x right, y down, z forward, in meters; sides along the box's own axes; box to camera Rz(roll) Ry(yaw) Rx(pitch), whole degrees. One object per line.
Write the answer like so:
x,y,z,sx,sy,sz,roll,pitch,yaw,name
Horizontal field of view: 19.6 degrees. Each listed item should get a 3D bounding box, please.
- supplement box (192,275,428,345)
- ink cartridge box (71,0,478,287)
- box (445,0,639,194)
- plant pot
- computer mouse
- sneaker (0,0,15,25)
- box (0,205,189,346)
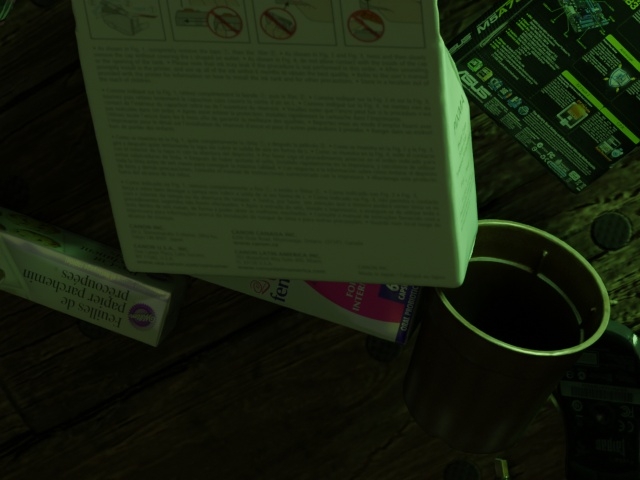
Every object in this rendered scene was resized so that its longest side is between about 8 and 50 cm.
0.000,0.000,1.729,0.220,0.114,0.111,17,110,10,supplement box
-0.038,-0.138,1.525,0.308,0.091,0.385,3,127,14,ink cartridge box
0.232,-0.156,1.624,0.184,0.045,0.190,-41,120,20,box
0.157,0.096,1.687,0.167,0.167,0.165,24,132,6,plant pot
0.248,0.196,1.763,0.184,0.060,0.262,-2,102,34,computer mouse
-0.367,-0.207,1.779,0.077,0.072,0.178,43,106,10,sneaker
-0.293,0.015,1.828,0.324,0.067,0.063,20,110,8,box
